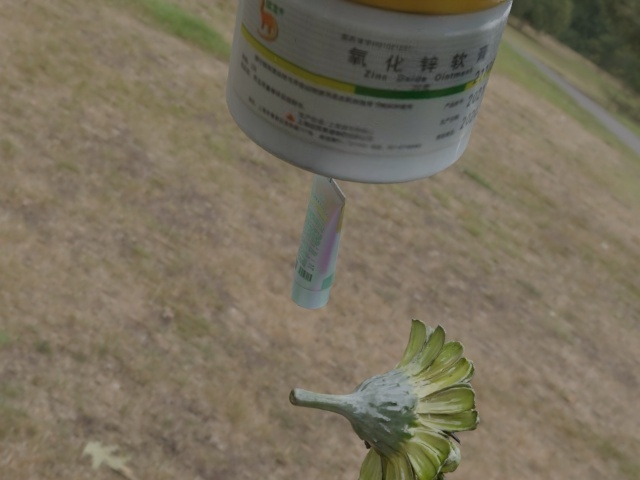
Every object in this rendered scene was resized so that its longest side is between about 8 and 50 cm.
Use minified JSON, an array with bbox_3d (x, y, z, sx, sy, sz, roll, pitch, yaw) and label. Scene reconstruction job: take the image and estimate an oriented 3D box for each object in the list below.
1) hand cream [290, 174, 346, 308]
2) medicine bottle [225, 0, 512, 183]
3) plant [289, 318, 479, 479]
[{"bbox_3d":[0.000,0.000,1.220,0.047,0.174,0.076,-8,41,-23],"label":"hand cream"},{"bbox_3d":[0.045,-0.204,0.939,0.237,0.232,0.238,7,37,-6],"label":"medicine bottle"},{"bbox_3d":[0.101,0.294,1.741,0.296,0.261,0.306,-3,62,-1],"label":"plant"}]
